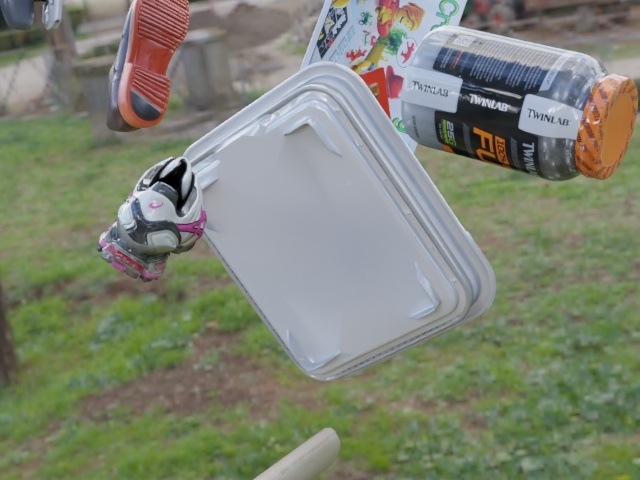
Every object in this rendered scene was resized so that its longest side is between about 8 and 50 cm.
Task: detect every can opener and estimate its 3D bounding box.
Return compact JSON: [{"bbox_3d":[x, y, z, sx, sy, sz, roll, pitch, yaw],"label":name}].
[{"bbox_3d":[-0.367,-0.417,1.602,0.095,0.283,0.076,0,9,-28],"label":"can opener"}]

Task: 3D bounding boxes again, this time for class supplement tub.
[{"bbox_3d":[0.178,-0.121,1.099,0.190,0.117,0.117,19,29,31],"label":"supplement tub"}]

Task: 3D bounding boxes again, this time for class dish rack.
[{"bbox_3d":[0.000,0.000,1.347,0.285,0.333,0.072,-29,9,35],"label":"dish rack"}]

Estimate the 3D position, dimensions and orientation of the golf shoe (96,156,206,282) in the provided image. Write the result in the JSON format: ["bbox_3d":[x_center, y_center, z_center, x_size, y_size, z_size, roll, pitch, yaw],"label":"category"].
[{"bbox_3d":[-0.120,-0.031,1.006,0.067,0.086,0.186,33,17,-6],"label":"golf shoe"}]

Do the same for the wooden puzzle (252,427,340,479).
[{"bbox_3d":[-0.156,0.307,1.088,0.348,0.080,0.322,-32,-6,19],"label":"wooden puzzle"}]

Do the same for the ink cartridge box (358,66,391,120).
[{"bbox_3d":[0.046,-0.077,1.501,0.189,0.232,0.066,-24,29,-38],"label":"ink cartridge box"}]

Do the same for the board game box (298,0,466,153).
[{"bbox_3d":[0.082,-0.265,1.752,0.193,0.305,0.053,19,-14,2],"label":"board game box"}]

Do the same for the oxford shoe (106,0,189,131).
[{"bbox_3d":[-0.270,-0.289,1.821,0.097,0.271,0.098,28,-26,-36],"label":"oxford shoe"}]
